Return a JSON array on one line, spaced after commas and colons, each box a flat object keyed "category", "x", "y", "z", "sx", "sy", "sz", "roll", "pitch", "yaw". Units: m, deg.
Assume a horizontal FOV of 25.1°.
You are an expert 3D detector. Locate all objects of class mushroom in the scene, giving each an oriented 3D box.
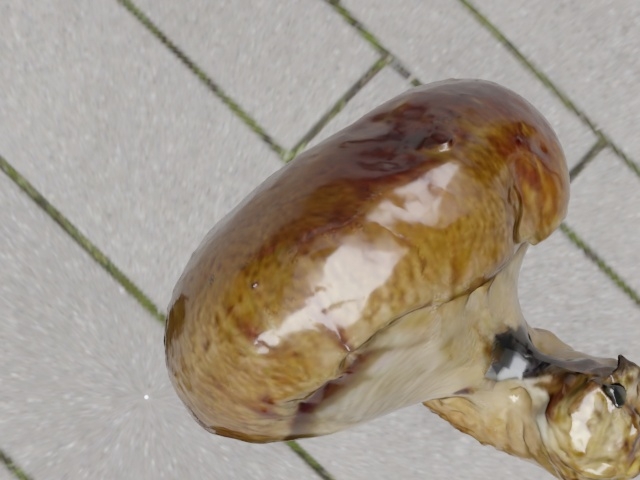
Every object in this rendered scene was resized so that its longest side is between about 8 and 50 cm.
[{"category": "mushroom", "x": 0.031, "y": 0.037, "z": 0.814, "sx": 0.267, "sy": 0.267, "sz": 0.254, "roll": -10, "pitch": 75, "yaw": -8}]
